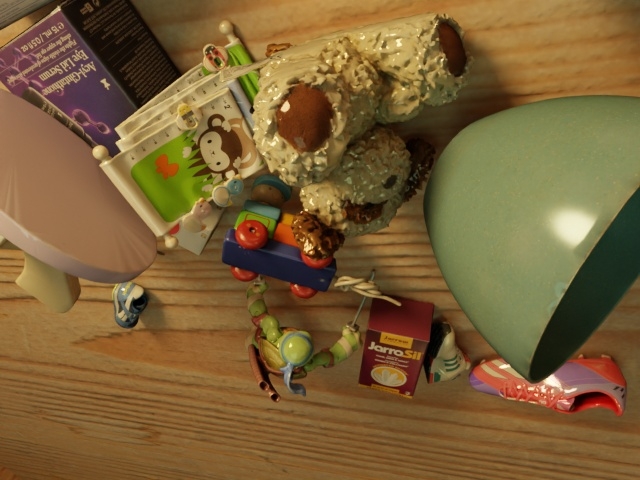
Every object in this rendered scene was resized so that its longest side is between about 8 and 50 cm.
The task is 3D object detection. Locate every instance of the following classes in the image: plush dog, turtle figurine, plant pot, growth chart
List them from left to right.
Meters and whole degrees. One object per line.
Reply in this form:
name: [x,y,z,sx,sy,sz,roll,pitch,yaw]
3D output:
growth chart: [-0.144,-0.117,0.608,0.172,0.237,0.021,50,169,-34]
turtle figurine: [-0.033,0.139,0.879,0.197,0.275,0.266,3,160,-15]
plush dog: [0.025,-0.104,0.559,0.210,0.262,0.226,23,138,48]
plant pot: [0.225,-0.028,0.529,0.195,0.290,0.290,38,148,35]

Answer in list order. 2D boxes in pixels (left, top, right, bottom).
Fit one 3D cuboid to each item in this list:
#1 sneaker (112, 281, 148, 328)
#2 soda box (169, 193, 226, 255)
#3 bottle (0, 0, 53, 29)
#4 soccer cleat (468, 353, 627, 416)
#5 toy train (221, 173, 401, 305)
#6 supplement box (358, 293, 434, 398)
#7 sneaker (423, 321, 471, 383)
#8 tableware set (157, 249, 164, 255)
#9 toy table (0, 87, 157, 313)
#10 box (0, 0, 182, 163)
sneaker: [-0.386,0.138,1.033,0.059,0.053,0.144,15,137,1]
soda box: [-0.259,-0.067,0.772,0.216,0.069,0.074,28,136,-10]
bottle: [-0.296,-0.304,0.513,0.282,0.118,0.092,-10,162,26]
soccer cleat: [0.373,0.246,0.847,0.247,0.095,0.083,-9,130,26]
toy train: [0.000,0.000,0.706,0.247,0.144,0.105,16,145,-4]
supplement box: [0.129,0.187,0.883,0.104,0.081,0.188,11,136,9]
sneaker: [0.229,0.196,0.887,0.075,0.057,0.161,-2,134,-2]
tableware set: [-0.334,-0.023,0.799,0.128,0.039,0.194,12,169,8]
toy table: [-0.348,-0.027,0.579,0.160,0.252,0.274,-32,106,22]
box: [-0.266,-0.184,0.630,0.153,0.108,0.207,-14,127,29]
